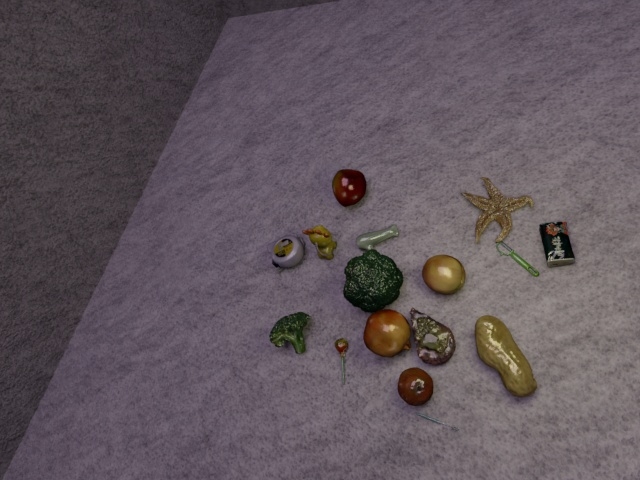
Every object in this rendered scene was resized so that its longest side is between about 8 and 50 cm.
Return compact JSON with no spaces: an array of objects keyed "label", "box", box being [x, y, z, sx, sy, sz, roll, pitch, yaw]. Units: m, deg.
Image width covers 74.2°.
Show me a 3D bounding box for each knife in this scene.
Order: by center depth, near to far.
[{"label":"knife","box":[0.819,0.081,1.773,0.054,0.015,0.212,-43,56,2]}]

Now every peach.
[{"label":"peach","box":[0.519,0.142,1.795,0.184,0.184,0.184,-11,62,21]},{"label":"peach","box":[0.147,-0.269,2.177,0.197,0.197,0.197,-11,62,21]}]

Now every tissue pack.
[{"label":"tissue pack","box":[0.946,0.015,1.697,0.103,0.090,0.170,-8,64,19]}]

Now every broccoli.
[{"label":"broccoli","box":[0.224,0.176,1.900,0.297,0.297,0.297,-43,21,2]},{"label":"broccoli","box":[-0.129,0.441,1.991,0.220,0.194,0.194,-22,55,-13]}]

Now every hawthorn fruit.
[{"label":"hawthorn fruit","box":[0.381,0.583,1.657,0.149,0.189,0.149,-1,97,-8]}]

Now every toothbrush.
[{"label":"toothbrush","box":[0.454,0.705,1.650,0.167,0.014,0.011,11,81,30]}]

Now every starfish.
[{"label":"starfish","box":[0.761,-0.143,1.883,0.299,0.060,0.302,-36,59,12]}]

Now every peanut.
[{"label":"peanut","box":[0.684,0.436,1.603,0.148,0.147,0.318,-30,62,11]}]

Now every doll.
[{"label":"doll","box":[0.000,0.000,2.093,0.143,0.221,0.135,10,67,26]}]

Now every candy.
[{"label":"candy","box":[0.097,0.537,1.891,0.060,0.060,0.201,-12,69,21]}]

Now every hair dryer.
[{"label":"hair dryer","box":[0.294,0.056,2.025,0.206,0.075,0.237,-18,67,10]}]

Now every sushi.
[{"label":"sushi","box":[0.466,0.387,1.747,0.161,0.107,0.241,-13,61,16]}]

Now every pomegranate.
[{"label":"pomegranate","box":[0.277,0.390,1.775,0.209,0.209,0.209,-11,62,21]}]

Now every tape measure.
[{"label":"tape measure","box":[-0.175,0.064,2.221,0.196,0.105,0.178,-23,51,13]}]
